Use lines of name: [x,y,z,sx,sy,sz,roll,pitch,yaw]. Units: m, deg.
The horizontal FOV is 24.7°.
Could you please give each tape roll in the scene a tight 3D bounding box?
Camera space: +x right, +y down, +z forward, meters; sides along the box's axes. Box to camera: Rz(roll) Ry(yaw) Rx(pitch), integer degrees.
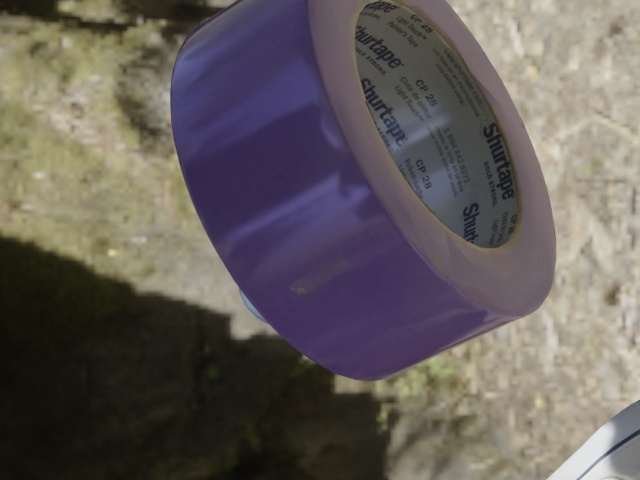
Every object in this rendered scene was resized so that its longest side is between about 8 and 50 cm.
tape roll: [0.024,-0.037,0.665,0.080,0.189,0.189,-28,57,30]

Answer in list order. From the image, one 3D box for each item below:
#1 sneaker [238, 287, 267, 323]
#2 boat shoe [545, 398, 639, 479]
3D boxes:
sneaker: [0.000,0.000,1.222,0.319,0.131,0.112,-35,79,47]
boat shoe: [0.226,0.227,1.196,0.088,0.267,0.096,49,174,32]
